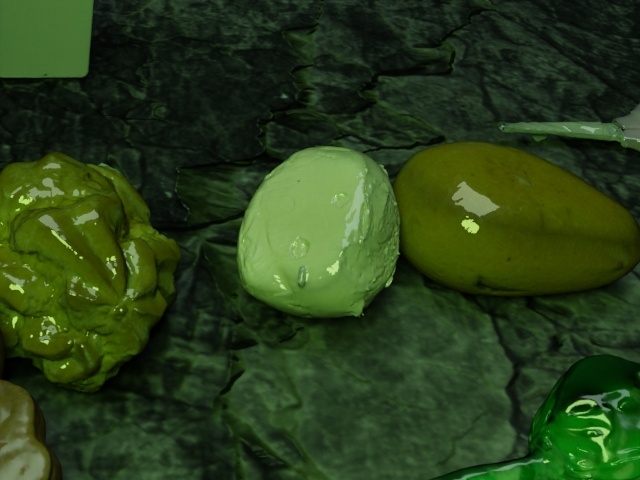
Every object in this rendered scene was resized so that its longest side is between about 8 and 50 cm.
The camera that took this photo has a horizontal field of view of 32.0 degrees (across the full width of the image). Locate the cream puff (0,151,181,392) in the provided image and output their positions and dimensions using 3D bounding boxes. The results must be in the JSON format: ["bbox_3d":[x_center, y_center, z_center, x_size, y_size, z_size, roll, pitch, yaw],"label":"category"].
[{"bbox_3d":[-0.155,0.018,0.725,0.156,0.121,0.156,8,34,-5],"label":"cream puff"}]

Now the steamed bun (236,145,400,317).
[{"bbox_3d":[0.000,0.000,0.799,0.112,0.091,0.130,-1,60,23],"label":"steamed bun"}]

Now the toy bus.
[{"bbox_3d":[-0.257,-0.299,1.009,0.113,0.302,0.139,-4,42,-21],"label":"toy bus"}]

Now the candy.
[{"bbox_3d":[0.068,0.147,0.637,0.323,0.097,0.097,-15,40,-15],"label":"candy"}]

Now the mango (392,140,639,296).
[{"bbox_3d":[0.146,-0.010,0.843,0.195,0.098,0.137,17,33,2],"label":"mango"}]

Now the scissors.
[{"bbox_3d":[0.267,-0.100,1.051,0.212,0.021,0.110,0,39,-10],"label":"scissors"}]

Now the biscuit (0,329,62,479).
[{"bbox_3d":[-0.273,0.086,0.637,0.295,0.044,0.186,22,60,23],"label":"biscuit"}]
